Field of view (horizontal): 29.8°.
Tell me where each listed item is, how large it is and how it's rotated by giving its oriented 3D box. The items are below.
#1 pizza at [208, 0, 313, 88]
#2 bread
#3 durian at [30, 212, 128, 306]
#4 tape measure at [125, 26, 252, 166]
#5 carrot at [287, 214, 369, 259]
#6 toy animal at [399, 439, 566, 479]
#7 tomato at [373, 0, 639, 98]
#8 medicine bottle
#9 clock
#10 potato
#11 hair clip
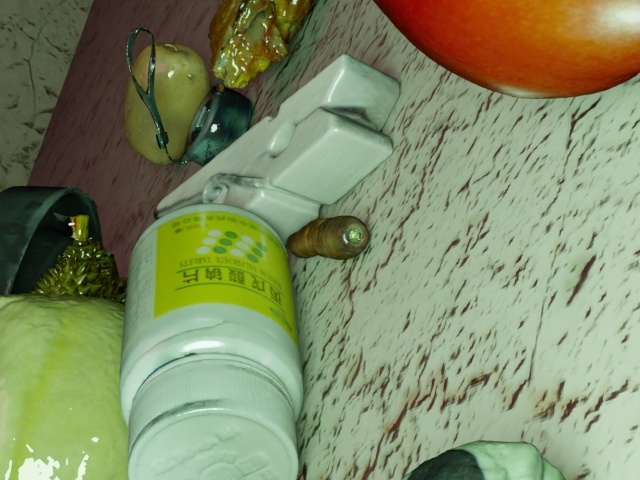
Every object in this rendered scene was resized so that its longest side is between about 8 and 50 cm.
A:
[{"bbox_3d":[-0.059,-0.255,1.339,0.289,0.081,0.228,-38,28,54],"label":"pizza"},{"bbox_3d":[-0.244,0.204,1.084,0.320,0.237,0.320,-16,72,60],"label":"bread"},{"bbox_3d":[-0.249,0.093,1.341,0.193,0.138,0.237,-15,-68,-84],"label":"durian"},{"bbox_3d":[-0.165,-0.164,1.399,0.104,0.180,0.107,-55,16,-16],"label":"tape measure"},{"bbox_3d":[0.000,-0.002,0.989,0.035,0.036,0.165,-69,18,-7],"label":"carrot"},{"bbox_3d":[0.046,0.172,0.598,0.225,0.094,0.121,-54,12,54],"label":"toy animal"},{"bbox_3d":[0.117,-0.217,0.650,0.298,0.226,0.298,-52,27,41],"label":"tomato"},{"bbox_3d":[-0.086,0.092,0.946,0.143,0.143,0.258,-56,23,28],"label":"medicine bottle"},{"bbox_3d":[-0.351,0.119,1.432,0.386,0.076,0.386,9,-90,-84],"label":"clock"},{"bbox_3d":[-0.207,-0.182,1.604,0.109,0.118,0.178,-36,-27,-52],"label":"potato"},{"bbox_3d":[-0.048,-0.046,1.087,0.331,0.085,0.101,-35,39,45],"label":"hair clip"}]
